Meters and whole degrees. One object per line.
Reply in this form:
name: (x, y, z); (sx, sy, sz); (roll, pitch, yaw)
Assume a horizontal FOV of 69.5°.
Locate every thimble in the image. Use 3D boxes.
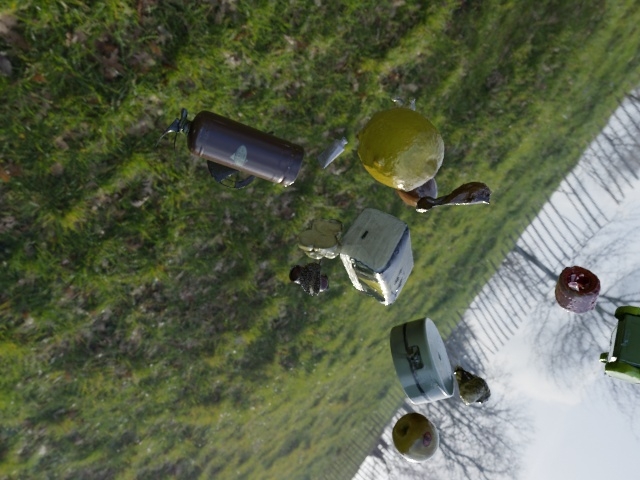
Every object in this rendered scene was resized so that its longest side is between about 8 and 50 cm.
thimble: (1.094, 0.211, 1.961); (0.189, 0.163, 0.124); (-69, 155, -44)

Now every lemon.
lemon: (0.235, -0.268, 1.353); (0.234, 0.288, 0.233); (-22, 139, -21)

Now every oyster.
oyster: (0.653, 0.616, 2.018); (0.294, 0.166, 0.093); (-99, -152, -72)

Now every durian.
durian: (-0.037, 0.129, 1.653); (0.071, 0.110, 0.139); (8, 106, -39)

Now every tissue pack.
tissue pack: (0.260, 0.083, 2.086); (0.264, 0.253, 0.416); (-55, 154, -17)

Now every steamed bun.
steamed bun: (0.000, 0.000, 1.912); (0.106, 0.193, 0.177); (86, 10, -47)

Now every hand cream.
hand cream: (0.049, -0.350, 1.815); (0.142, 0.084, 0.053); (-42, 134, 23)

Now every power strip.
power strip: (0.415, 0.493, 1.905); (0.162, 0.357, 0.357); (-21, -179, 20)

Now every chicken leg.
chicken leg: (0.533, -0.170, 1.853); (0.305, 0.093, 0.113); (-13, -154, 5)

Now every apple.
apple: (0.353, 0.734, 1.728); (0.182, 0.155, 0.182); (-41, -151, 28)

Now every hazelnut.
hazelnut: (0.452, -0.242, 2.147); (0.176, 0.214, 0.214); (-49, 172, 28)

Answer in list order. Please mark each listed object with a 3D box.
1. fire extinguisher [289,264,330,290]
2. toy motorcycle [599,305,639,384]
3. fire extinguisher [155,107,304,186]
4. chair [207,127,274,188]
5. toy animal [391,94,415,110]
fire extinguisher: (-0.042, 0.208, 2.478); (0.269, 0.104, 0.104); (24, 113, -40)
toy motorcycle: (0.913, 0.329, 1.300); (0.326, 0.200, 0.191); (46, 60, -54)
fire extinguisher: (-0.218, -0.229, 1.141); (0.114, 0.338, 0.135); (166, -59, -69)
chair: (-0.252, -0.271, 1.522); (0.213, 0.174, 0.149); (-20, 178, 17)
toy animal: (0.358, -0.530, 2.050); (0.169, 0.121, 0.233); (29, 74, -61)
